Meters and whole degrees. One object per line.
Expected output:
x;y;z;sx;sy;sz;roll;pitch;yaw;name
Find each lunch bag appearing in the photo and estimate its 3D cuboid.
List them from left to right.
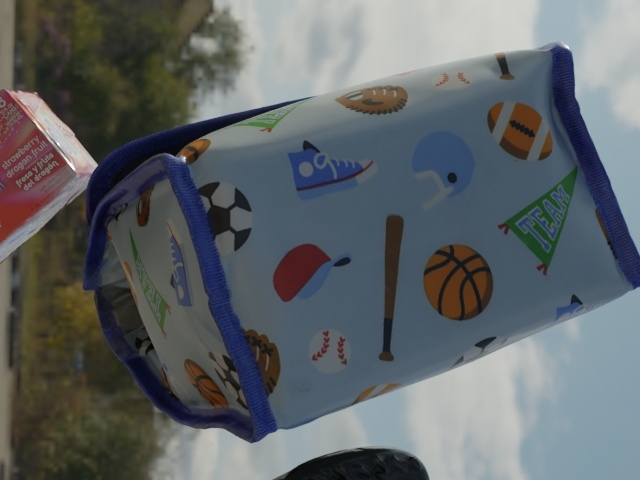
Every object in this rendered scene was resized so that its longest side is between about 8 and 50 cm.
0.000;0.000;1.077;0.385;0.328;0.238;161;-88;-71;lunch bag

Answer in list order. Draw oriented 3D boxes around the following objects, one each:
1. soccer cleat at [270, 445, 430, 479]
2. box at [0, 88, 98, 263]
-0.062;0.223;0.984;0.116;0.318;0.108;6;-67;56;soccer cleat
-0.372;-0.035;1.438;0.122;0.257;0.128;50;5;-1;box
